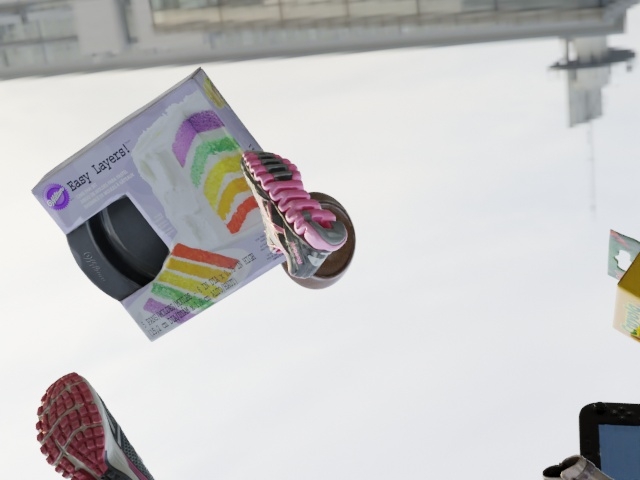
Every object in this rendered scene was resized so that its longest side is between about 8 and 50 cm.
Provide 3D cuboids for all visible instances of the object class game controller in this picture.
[{"bbox_3d":[0.518,0.372,1.781,0.166,0.067,0.319,-7,-154,16],"label":"game controller"}]

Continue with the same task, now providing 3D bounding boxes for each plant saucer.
[{"bbox_3d":[0.000,0.000,1.816,0.168,0.168,0.029,-21,-170,-34],"label":"plant saucer"}]

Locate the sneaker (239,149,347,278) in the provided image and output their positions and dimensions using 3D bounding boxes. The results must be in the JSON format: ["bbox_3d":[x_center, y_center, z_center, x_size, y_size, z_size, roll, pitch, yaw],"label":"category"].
[{"bbox_3d":[-0.031,-0.019,0.794,0.047,0.057,0.119,-2,-137,-40],"label":"sneaker"}]

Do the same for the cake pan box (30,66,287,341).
[{"bbox_3d":[-0.178,-0.037,1.286,0.267,0.245,0.070,-30,-166,17],"label":"cake pan box"}]

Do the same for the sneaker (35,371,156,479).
[{"bbox_3d":[-0.335,0.342,1.638,0.121,0.299,0.112,-33,165,13],"label":"sneaker"}]

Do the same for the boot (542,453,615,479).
[{"bbox_3d":[0.310,0.273,1.190,0.118,0.087,0.042,-30,-163,29],"label":"boot"}]

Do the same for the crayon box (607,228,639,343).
[{"bbox_3d":[0.537,0.121,1.536,0.318,0.202,0.081,32,-101,24],"label":"crayon box"}]
